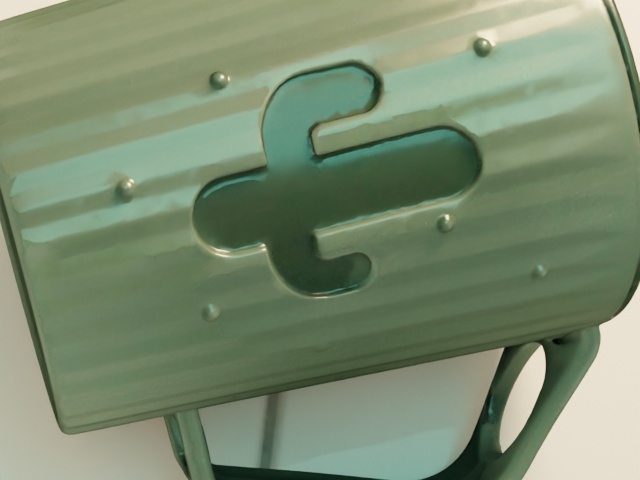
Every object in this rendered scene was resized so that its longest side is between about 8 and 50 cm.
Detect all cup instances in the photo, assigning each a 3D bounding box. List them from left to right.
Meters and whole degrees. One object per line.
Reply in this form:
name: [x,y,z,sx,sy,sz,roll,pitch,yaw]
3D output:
cup: [0.002,-0.011,0.905,0.392,0.310,0.401,-15,72,-13]
